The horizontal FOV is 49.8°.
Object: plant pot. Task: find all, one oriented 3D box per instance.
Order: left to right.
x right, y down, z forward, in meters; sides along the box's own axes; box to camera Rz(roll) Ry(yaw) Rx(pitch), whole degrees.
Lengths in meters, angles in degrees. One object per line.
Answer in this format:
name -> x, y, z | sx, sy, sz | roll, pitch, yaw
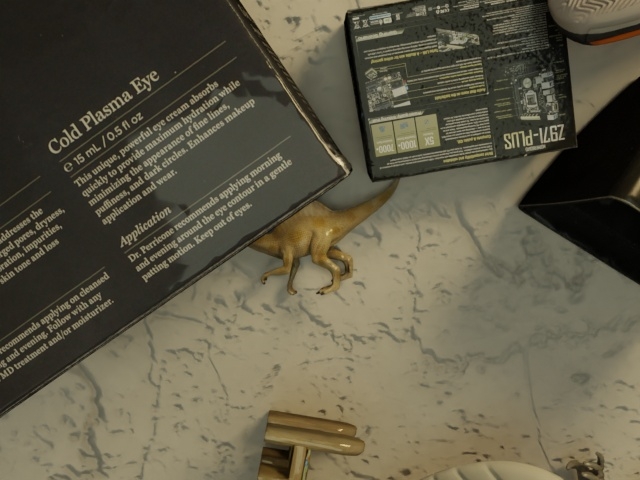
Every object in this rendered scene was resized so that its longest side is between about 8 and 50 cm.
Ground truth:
plant pot -> 0.317, -0.053, 0.585 | 0.187, 0.188, 0.167 | 31, 87, -5

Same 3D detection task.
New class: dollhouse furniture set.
dollhouse furniture set -> 0.013, 0.283, 0.601 | 0.161, 0.242, 0.212 | 10, 86, -2

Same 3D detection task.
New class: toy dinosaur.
toy dinosaur -> 0.000, 0.000, 0.653 | 0.183, 0.053, 0.093 | -16, 99, 4

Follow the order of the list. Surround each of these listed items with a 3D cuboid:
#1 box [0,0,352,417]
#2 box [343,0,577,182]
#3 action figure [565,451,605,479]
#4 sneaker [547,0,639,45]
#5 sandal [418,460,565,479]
box -> -0.198, -0.087, 0.560 | 0.343, 0.179, 0.312 | -34, 94, 6
box -> 0.120, -0.140, 0.611 | 0.180, 0.077, 0.147 | -10, 101, 3
action figure -> 0.291, 0.288, 0.659 | 0.275, 0.164, 0.141 | -21, 120, -5
sneaker -> 0.346, -0.215, 0.543 | 0.321, 0.124, 0.180 | -27, 144, 13
sandal -> 0.102, 0.352, 0.685 | 0.416, 0.102, 0.169 | -44, 55, 24
